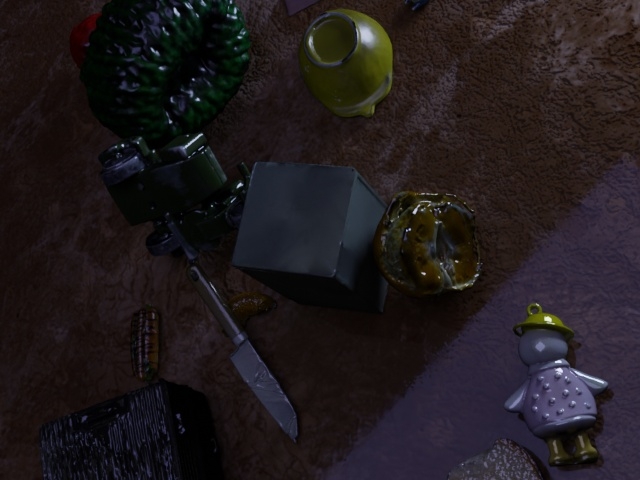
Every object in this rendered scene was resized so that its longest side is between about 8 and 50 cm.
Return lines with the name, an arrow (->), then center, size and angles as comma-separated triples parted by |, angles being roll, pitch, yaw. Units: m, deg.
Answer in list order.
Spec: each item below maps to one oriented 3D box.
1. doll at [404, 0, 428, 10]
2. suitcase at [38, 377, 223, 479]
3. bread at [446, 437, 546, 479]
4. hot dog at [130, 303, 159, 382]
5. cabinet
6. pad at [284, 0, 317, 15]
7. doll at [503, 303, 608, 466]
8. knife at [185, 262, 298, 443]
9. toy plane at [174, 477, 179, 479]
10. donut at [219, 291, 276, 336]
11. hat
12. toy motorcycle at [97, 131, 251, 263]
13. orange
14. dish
doll -> 0.174, -0.403, 1.419 | 0.037, 0.027, 0.125 | 40, 91, 21
suitcase -> -0.244, 0.382, 1.274 | 0.229, 0.152, 0.335 | -22, 63, 13
bread -> 0.225, 0.318, 1.156 | 0.126, 0.044, 0.129 | -30, 67, 19
hot dog -> -0.269, 0.156, 1.418 | 0.049, 0.037, 0.122 | -14, 67, 22
cabinet -> 0.000, 0.000, 1.259 | 0.150, 0.206, 0.145 | 5, 75, 24
pad -> -0.029, -0.468, 1.539 | 0.113, 0.006, 0.188 | -24, 66, 14
doll -> 0.287, 0.175, 1.154 | 0.129, 0.081, 0.207 | -14, 66, 10
knife -> -0.112, 0.160, 1.332 | 0.047, 0.017, 0.298 | -39, 78, 11
toy plane -> -0.193, 0.339, 1.169 | 0.078, 0.024, 0.084 | -5, 67, 39
donut -> -0.110, 0.106, 1.367 | 0.083, 0.038, 0.067 | -1, 70, 24
hat -> -0.293, -0.308, 1.482 | 0.332, 0.242, 0.274 | 28, 72, 41
toy motorcycle -> -0.193, -0.077, 1.365 | 0.275, 0.205, 0.127 | -17, 23, 30
orange -> 0.134, 0.008, 1.234 | 0.160, 0.170, 0.112 | -54, 18, -27
dish -> 0.029, -0.284, 1.414 | 0.148, 0.080, 0.208 | -29, 63, 12
